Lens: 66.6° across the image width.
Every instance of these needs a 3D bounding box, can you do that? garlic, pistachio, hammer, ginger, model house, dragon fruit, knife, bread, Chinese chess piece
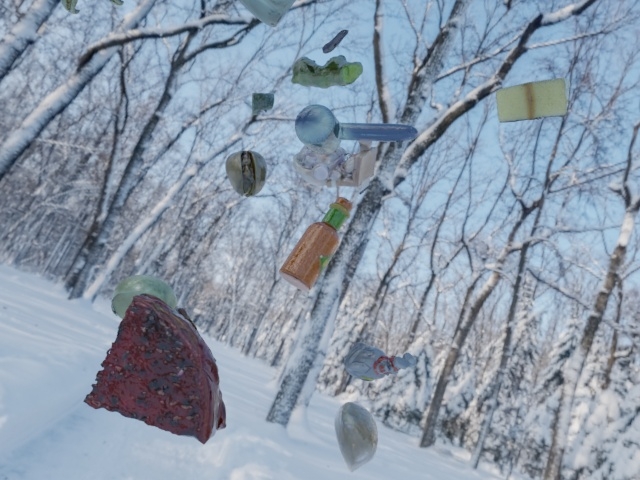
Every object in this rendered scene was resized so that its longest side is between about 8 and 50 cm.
[{"bbox_3d":[0.086,0.497,1.222,0.112,0.143,0.318,-12,-32,-12],"label":"garlic"},{"bbox_3d":[-0.189,-0.172,1.238,0.113,0.149,0.113,-3,-39,-3],"label":"pistachio"},{"bbox_3d":[0.060,-0.176,0.790,0.194,0.069,0.116,5,0,11],"label":"hammer"},{"bbox_3d":[0.015,-0.569,1.641,0.290,0.137,0.089,7,-16,36],"label":"ginger"},{"bbox_3d":[-0.218,-0.516,1.845,0.083,0.078,0.066,-1,3,-13],"label":"model house"},{"bbox_3d":[-0.329,0.270,0.977,0.240,0.302,0.330,-8,-20,-18],"label":"dragon fruit"},{"bbox_3d":[0.042,-0.556,1.357,0.031,0.018,0.121,-10,-6,-29],"label":"knife"},{"bbox_3d":[0.784,-0.510,1.773,0.240,0.135,0.178,1,16,37],"label":"bread"},{"bbox_3d":[-0.527,0.185,1.466,0.189,0.083,0.188,4,-47,4],"label":"Chinese chess piece"}]

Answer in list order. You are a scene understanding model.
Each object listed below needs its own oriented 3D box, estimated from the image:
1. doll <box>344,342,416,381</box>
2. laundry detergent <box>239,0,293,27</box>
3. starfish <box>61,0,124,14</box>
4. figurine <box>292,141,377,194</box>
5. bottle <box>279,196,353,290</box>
[{"bbox_3d":[0.107,0.241,0.963,0.094,0.079,0.180,-8,-4,-39],"label":"doll"},{"bbox_3d":[-0.240,-0.904,1.560,0.398,0.263,0.125,35,-20,-16],"label":"laundry detergent"},{"bbox_3d":[-0.427,-0.443,0.774,0.176,0.053,0.208,-5,-26,0],"label":"starfish"},{"bbox_3d":[0.027,-0.211,1.305,0.237,0.162,0.141,14,-56,29],"label":"figurine"},{"bbox_3d":[0.000,0.000,0.888,0.069,0.187,0.069,29,-18,10],"label":"bottle"}]
